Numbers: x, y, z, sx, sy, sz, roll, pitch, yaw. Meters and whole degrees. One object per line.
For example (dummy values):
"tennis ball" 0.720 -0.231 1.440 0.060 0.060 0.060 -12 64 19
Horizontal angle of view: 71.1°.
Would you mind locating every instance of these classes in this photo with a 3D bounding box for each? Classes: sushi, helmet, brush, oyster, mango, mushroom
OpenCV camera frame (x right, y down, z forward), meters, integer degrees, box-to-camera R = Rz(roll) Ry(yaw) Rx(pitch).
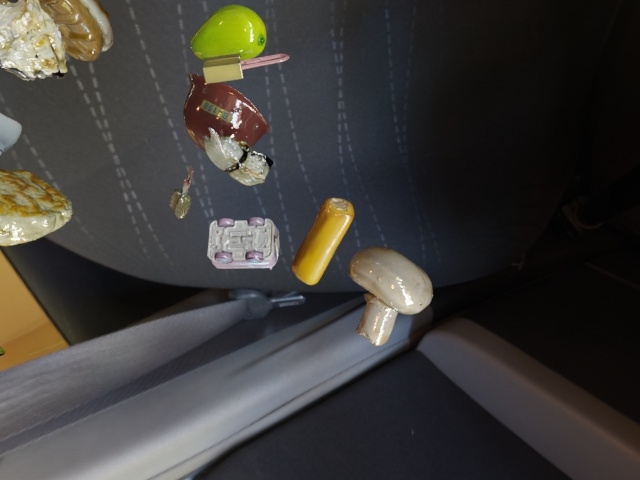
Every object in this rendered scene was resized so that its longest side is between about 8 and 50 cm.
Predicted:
"sushi" -0.287 -0.268 1.501 0.134 0.273 0.109 -1 74 27
"helmet" -0.419 -0.464 1.801 0.385 0.230 0.337 30 171 -4
"brush" -0.199 -0.477 1.216 0.103 0.233 0.047 -107 9 -53
"oyster" -0.565 -0.388 0.826 0.081 0.191 0.163 -26 54 54
"mango" -0.354 -0.756 1.664 0.343 0.156 0.192 0 106 27
"mushroom" 0.193 0.173 1.419 0.292 0.292 0.290 33 95 37
"brush" -0.538 -0.195 1.776 0.084 0.071 0.301 58 141 15

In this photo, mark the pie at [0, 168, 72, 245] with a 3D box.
"pie" -0.527 -0.063 0.733 0.205 0.179 0.084 33 108 9

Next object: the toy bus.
"toy bus" -0.226 0.012 1.360 0.142 0.202 0.142 72 -162 -69

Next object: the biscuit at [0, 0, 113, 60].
"biscuit" -0.657 -0.567 0.999 0.366 0.115 0.268 26 163 -19

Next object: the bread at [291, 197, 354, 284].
"bread" 0.000 0.000 1.125 0.239 0.074 0.092 -62 35 25

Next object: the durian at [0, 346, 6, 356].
"durian" -0.939 0.311 1.136 0.146 0.198 0.159 23 154 -1

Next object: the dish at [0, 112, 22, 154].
"dish" -0.646 -0.189 0.763 0.077 0.151 0.212 59 -178 24
